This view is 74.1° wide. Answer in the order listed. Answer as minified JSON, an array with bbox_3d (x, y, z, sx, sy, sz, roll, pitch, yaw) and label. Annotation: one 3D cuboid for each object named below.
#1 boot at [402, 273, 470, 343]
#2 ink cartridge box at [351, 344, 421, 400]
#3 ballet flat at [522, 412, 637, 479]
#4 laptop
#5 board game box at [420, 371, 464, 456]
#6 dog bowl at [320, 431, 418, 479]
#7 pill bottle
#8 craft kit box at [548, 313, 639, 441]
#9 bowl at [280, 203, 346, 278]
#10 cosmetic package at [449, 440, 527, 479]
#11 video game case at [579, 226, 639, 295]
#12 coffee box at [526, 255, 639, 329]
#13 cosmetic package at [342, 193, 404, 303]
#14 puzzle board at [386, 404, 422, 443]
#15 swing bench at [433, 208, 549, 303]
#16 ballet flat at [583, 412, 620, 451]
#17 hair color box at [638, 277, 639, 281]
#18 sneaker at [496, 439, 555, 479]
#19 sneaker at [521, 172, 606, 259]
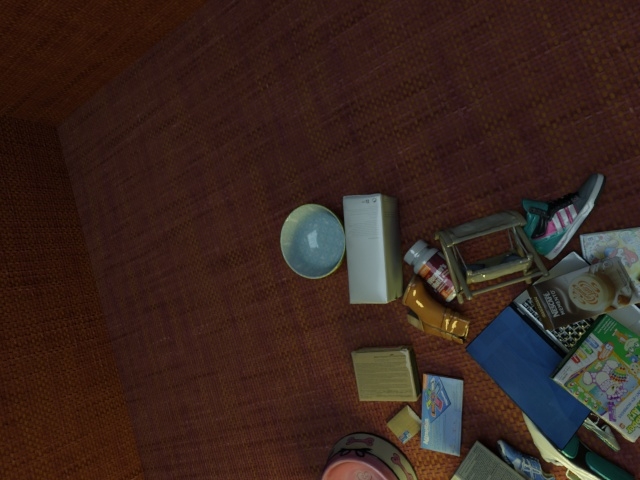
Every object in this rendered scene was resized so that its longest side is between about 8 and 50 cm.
[{"bbox_3d":[0.402,0.244,1.461,0.220,0.109,0.284,20,139,32],"label":"boot"},{"bbox_3d":[0.252,0.508,1.626,0.234,0.088,0.194,-10,86,28],"label":"ink cartridge box"},{"bbox_3d":[0.791,0.688,1.341,0.400,0.139,0.139,38,108,20],"label":"ballet flat"},{"bbox_3d":[0.744,0.319,1.274,0.382,0.236,0.408,48,120,17],"label":"laptop"},{"bbox_3d":[0.446,0.636,1.558,0.144,0.027,0.282,3,93,21],"label":"board game box"},{"bbox_3d":[0.174,0.982,1.650,0.407,0.150,0.409,1,92,27],"label":"dog bowl"},{"bbox_3d":[0.411,0.104,1.510,0.221,0.121,0.121,43,110,19],"label":"pill bottle"},{"bbox_3d":[0.839,0.382,1.202,0.246,0.061,0.250,39,90,15],"label":"craft kit box"},{"bbox_3d":[0.000,0.000,1.700,0.289,0.156,0.290,1,93,28],"label":"bowl"},{"bbox_3d":[0.593,0.833,1.390,0.296,0.153,0.129,36,152,30],"label":"cosmetic package"},{"bbox_3d":[0.926,0.079,1.294,0.206,0.026,0.227,-9,87,27],"label":"video game case"},{"bbox_3d":[0.762,0.159,1.242,0.246,0.098,0.141,-22,74,8],"label":"coffee box"},{"bbox_3d":[0.200,0.030,1.567,0.156,0.217,0.386,-2,89,27],"label":"cosmetic package"},{"bbox_3d":[0.329,0.709,1.637,0.096,0.011,0.128,45,111,18],"label":"puzzle board"},{"bbox_3d":[0.532,0.041,1.356,0.253,0.165,0.255,-17,75,3],"label":"swing bench"},{"bbox_3d":[0.869,0.583,1.327,0.168,0.057,0.052,39,99,21],"label":"ballet flat"},{"bbox_3d":[1.018,0.084,1.209,0.093,0.053,0.167,43,97,10],"label":"hair color box"},{"bbox_3d":[0.685,0.746,1.422,0.211,0.080,0.081,43,104,9],"label":"sneaker"},{"bbox_3d":[0.734,-0.106,1.340,0.178,0.123,0.296,31,107,13],"label":"sneaker"}]
